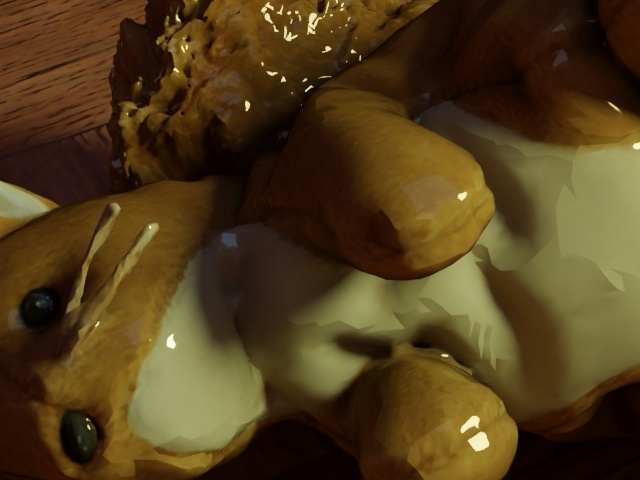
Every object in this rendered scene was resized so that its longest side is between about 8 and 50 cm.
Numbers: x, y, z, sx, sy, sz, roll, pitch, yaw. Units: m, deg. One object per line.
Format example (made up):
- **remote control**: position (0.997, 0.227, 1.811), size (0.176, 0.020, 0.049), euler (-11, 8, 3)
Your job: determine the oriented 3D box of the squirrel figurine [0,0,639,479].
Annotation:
- **squirrel figurine**: position (0.000, 0.000, 0.908), size (0.370, 0.281, 0.397), euler (-20, 25, -1)
